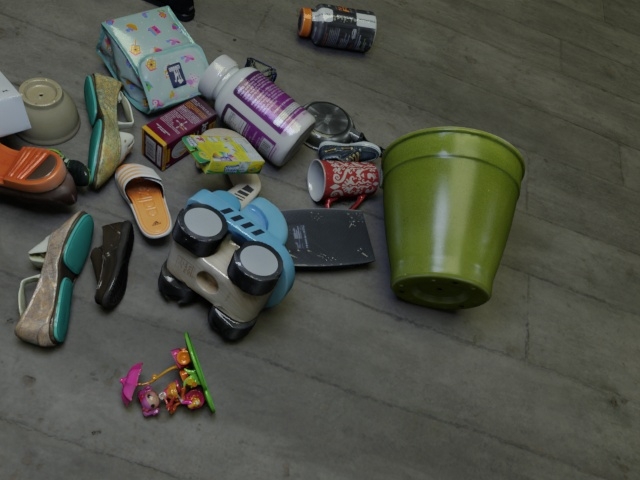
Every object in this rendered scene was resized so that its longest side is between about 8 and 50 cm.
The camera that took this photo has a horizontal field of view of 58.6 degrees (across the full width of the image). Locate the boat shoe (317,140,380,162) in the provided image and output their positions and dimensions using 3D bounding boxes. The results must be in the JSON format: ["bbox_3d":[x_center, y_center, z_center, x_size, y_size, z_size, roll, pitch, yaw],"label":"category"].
[{"bbox_3d":[0.085,-0.232,1.617,0.183,0.065,0.083,1,45,-8],"label":"boat shoe"}]

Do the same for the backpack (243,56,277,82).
[{"bbox_3d":[-0.186,-0.448,1.657,0.097,0.101,0.120,24,86,2],"label":"backpack"}]

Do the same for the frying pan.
[{"bbox_3d":[0.061,-0.304,1.675,0.326,0.053,0.197,40,56,14],"label":"frying pan"}]

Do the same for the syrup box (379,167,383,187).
[{"bbox_3d":[0.297,-0.188,1.641,0.236,0.093,0.096,14,54,-9],"label":"syrup box"}]

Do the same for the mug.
[{"bbox_3d":[0.061,-0.148,1.554,0.169,0.150,0.113,-5,23,-25],"label":"mug"}]

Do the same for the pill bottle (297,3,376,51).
[{"bbox_3d":[0.051,-0.702,1.877,0.245,0.130,0.131,3,57,-16],"label":"pill bottle"}]

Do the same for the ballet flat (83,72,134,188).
[{"bbox_3d":[-0.526,-0.279,1.435,0.123,0.123,0.349,-4,59,-20],"label":"ballet flat"}]

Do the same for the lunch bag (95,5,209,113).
[{"bbox_3d":[-0.446,-0.485,1.564,0.223,0.160,0.262,-32,83,-36],"label":"lunch bag"}]

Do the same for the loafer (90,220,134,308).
[{"bbox_3d":[-0.468,0.053,1.260,0.078,0.080,0.220,3,52,-4],"label":"loafer"}]

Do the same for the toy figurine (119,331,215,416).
[{"bbox_3d":[-0.314,0.293,1.144,0.159,0.130,0.173,-20,90,-13],"label":"toy figurine"}]

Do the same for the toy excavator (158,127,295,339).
[{"bbox_3d":[-0.206,-0.053,1.354,0.432,0.222,0.445,35,41,7],"label":"toy excavator"}]

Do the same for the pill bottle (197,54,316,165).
[{"bbox_3d":[-0.174,-0.354,1.532,0.301,0.169,0.169,40,55,-1],"label":"pill bottle"}]

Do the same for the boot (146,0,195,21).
[{"bbox_3d":[-0.475,-0.816,1.737,0.246,0.207,0.094,35,55,7],"label":"boot"}]

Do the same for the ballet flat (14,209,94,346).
[{"bbox_3d":[-0.567,0.067,1.200,0.106,0.108,0.316,2,56,-1],"label":"ballet flat"}]

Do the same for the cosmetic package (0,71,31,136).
[{"bbox_3d":[-0.875,-0.329,1.295,0.284,0.098,0.377,-28,51,-28],"label":"cosmetic package"}]

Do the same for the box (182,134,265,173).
[{"bbox_3d":[-0.230,-0.200,1.334,0.179,0.043,0.105,-4,45,-45],"label":"box"}]

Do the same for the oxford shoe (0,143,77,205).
[{"bbox_3d":[-0.720,-0.145,1.284,0.363,0.133,0.130,15,60,15],"label":"oxford shoe"}]

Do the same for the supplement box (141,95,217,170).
[{"bbox_3d":[-0.366,-0.279,1.484,0.080,0.104,0.188,41,55,10],"label":"supplement box"}]

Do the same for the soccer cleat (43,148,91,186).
[{"bbox_3d":[-0.607,-0.168,1.335,0.178,0.060,0.072,27,24,29],"label":"soccer cleat"}]

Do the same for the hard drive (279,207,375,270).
[{"bbox_3d":[0.000,0.000,1.449,0.254,0.054,0.172,-2,59,-19],"label":"hard drive"}]

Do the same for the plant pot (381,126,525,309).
[{"bbox_3d":[0.312,-0.028,1.415,0.366,0.366,0.353,14,66,-9],"label":"plant pot"}]

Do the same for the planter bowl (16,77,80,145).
[{"bbox_3d":[-0.685,-0.331,1.414,0.161,0.109,0.162,9,56,-13],"label":"planter bowl"}]

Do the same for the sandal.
[{"bbox_3d":[-0.415,-0.118,1.357,0.101,0.076,0.265,-18,52,-24],"label":"sandal"}]
